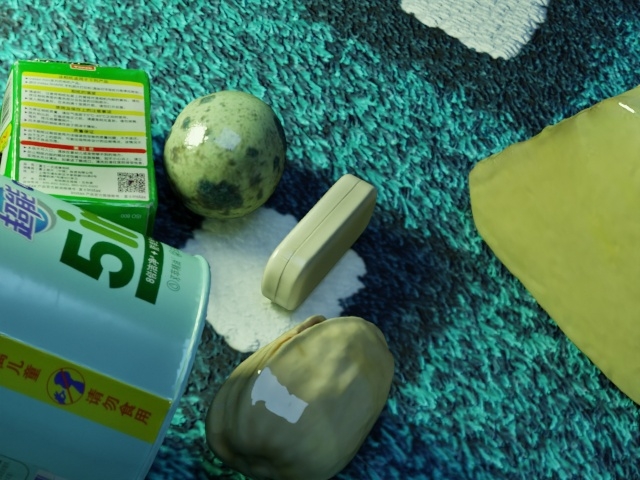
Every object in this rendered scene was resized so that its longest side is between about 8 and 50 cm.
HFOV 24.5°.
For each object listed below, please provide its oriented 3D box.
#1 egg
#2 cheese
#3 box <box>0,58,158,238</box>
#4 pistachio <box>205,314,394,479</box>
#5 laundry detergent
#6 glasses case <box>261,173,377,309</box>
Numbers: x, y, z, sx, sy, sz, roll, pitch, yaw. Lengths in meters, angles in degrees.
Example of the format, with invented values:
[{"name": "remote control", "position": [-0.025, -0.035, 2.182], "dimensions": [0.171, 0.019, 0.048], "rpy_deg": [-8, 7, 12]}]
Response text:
[{"name": "egg", "position": [-0.108, -0.105, 1.711], "dimensions": [0.141, 0.141, 0.182], "rpy_deg": [19, 37, 1]}, {"name": "cheese", "position": [0.342, 0.023, 1.661], "dimensions": [0.104, 0.384, 0.384], "rpy_deg": [-25, 59, -27]}, {"name": "box", "position": [-0.278, -0.092, 1.675], "dimensions": [0.180, 0.103, 0.250], "rpy_deg": [4, 49, -13]}, {"name": "pistachio", "position": [-0.018, 0.156, 1.485], "dimensions": [0.157, 0.157, 0.229], "rpy_deg": [33, 41, 14]}, {"name": "laundry detergent", "position": [-0.294, 0.088, 1.330], "dimensions": [0.305, 0.287, 0.287], "rpy_deg": [24, 44, -15]}, {"name": "glasses case", "position": [0.000, 0.000, 1.686], "dimensions": [0.050, 0.083, 0.196], "rpy_deg": [31, 46, 12]}]
